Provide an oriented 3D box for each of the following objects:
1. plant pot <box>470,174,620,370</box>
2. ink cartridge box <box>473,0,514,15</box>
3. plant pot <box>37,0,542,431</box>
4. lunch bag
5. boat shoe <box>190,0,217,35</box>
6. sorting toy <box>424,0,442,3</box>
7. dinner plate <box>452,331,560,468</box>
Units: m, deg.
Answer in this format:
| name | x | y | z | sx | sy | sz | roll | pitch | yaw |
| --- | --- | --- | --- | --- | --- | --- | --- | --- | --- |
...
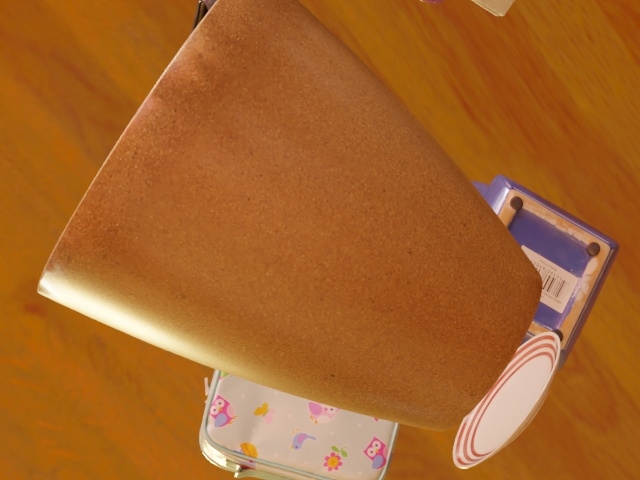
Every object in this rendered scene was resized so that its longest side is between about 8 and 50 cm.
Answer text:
| name | x | y | z | sx | sy | sz | roll | pitch | yaw |
| --- | --- | --- | --- | --- | --- | --- | --- | --- | --- |
| plant pot | 0.267 | 0.054 | 1.709 | 0.236 | 0.212 | 0.236 | 30 | 77 | -6 |
| ink cartridge box | 0.221 | -0.457 | 1.562 | 0.114 | 0.197 | 0.273 | 10 | 119 | -53 |
| plant pot | 0.000 | 0.000 | 0.748 | 0.254 | 0.237 | 0.237 | 33 | 114 | -4 |
| lunch bag | -0.030 | 0.238 | 1.699 | 0.279 | 0.224 | 0.108 | 16 | 161 | -3 |
| boat shoe | -0.152 | -0.215 | 1.615 | 0.079 | 0.095 | 0.254 | -11 | 141 | -35 |
| sorting toy | 0.024 | -0.437 | 1.758 | 0.366 | 0.127 | 0.126 | 8 | 125 | -4 |
| dinner plate | 0.162 | 0.139 | 1.040 | 0.017 | 0.141 | 0.141 | 38 | 112 | -8 |
